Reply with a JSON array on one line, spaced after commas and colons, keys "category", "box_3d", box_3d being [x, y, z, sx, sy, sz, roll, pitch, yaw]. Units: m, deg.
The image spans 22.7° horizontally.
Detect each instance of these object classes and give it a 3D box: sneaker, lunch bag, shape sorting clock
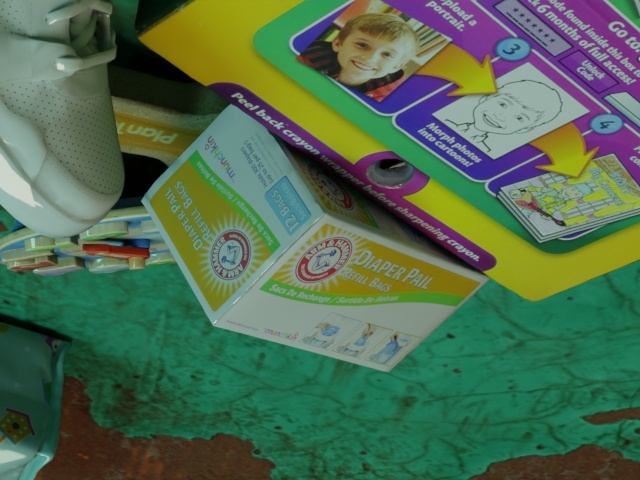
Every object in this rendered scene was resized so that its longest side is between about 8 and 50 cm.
[{"category": "sneaker", "box_3d": [-0.128, -0.154, 0.813, 0.169, 0.108, 0.292, -16, 100, 24]}, {"category": "lunch bag", "box_3d": [-0.363, 0.171, 1.389, 0.223, 0.160, 0.262, 18, 139, -19]}, {"category": "shape sorting clock", "box_3d": [-0.132, 0.001, 1.146, 0.206, 0.040, 0.206, -4, 172, 0]}]

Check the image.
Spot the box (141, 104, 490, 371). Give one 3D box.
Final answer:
[{"category": "box", "box_3d": [0.000, 0.000, 1.046, 0.103, 0.114, 0.203, -45, 146, 18]}]

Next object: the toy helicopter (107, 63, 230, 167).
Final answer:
[{"category": "toy helicopter", "box_3d": [-0.191, -0.084, 1.018, 0.355, 0.140, 0.235, 11, 141, -31]}]

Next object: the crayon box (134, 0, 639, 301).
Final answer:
[{"category": "crayon box", "box_3d": [0.133, -0.128, 0.921, 0.313, 0.106, 0.363, -27, 135, 37]}]
